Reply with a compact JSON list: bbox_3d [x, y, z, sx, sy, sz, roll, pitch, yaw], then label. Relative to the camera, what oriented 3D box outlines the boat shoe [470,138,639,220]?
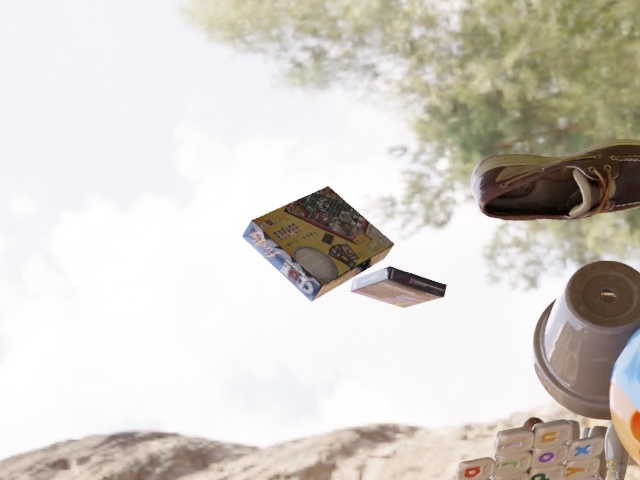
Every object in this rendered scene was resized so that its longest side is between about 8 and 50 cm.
[{"bbox_3d":[0.411,-0.079,1.879,0.123,0.341,0.123,-86,-6,-63],"label":"boat shoe"}]

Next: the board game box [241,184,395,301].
[{"bbox_3d":[0.000,0.000,2.020,0.165,0.042,0.243,43,-146,15],"label":"board game box"}]

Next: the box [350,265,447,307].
[{"bbox_3d":[0.137,0.084,2.126,0.116,0.162,0.029,18,-108,-18],"label":"box"}]

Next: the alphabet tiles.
[{"bbox_3d":[0.376,0.431,2.181,0.021,0.277,0.284,-110,13,-47],"label":"alphabet tiles"}]

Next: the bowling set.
[{"bbox_3d":[0.496,0.443,2.414,0.287,0.199,0.154,88,-171,-79],"label":"bowling set"}]

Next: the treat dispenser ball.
[{"bbox_3d":[0.591,0.244,1.839,0.288,0.288,0.288,11,-104,-50],"label":"treat dispenser ball"}]

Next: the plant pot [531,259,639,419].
[{"bbox_3d":[0.509,0.153,2.137,0.229,0.263,0.263,76,-150,-54],"label":"plant pot"}]
